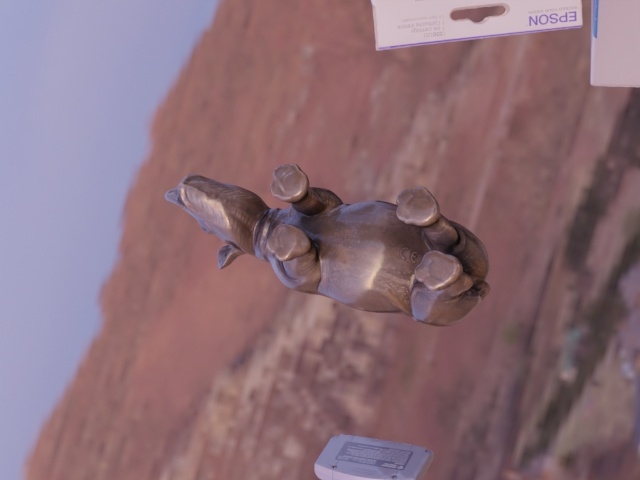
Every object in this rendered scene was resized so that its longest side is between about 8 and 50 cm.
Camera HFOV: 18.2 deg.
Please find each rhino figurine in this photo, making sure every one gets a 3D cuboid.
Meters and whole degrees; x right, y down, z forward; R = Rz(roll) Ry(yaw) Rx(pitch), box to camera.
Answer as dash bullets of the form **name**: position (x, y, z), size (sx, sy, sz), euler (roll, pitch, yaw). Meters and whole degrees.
- **rhino figurine**: position (0.000, 0.000, 1.290), size (0.106, 0.243, 0.073), euler (44, -117, -59)

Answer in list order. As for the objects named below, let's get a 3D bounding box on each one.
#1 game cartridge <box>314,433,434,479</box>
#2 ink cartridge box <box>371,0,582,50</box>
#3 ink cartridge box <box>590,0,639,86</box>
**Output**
- **game cartridge**: position (0.041, 0.174, 1.551), size (0.056, 0.083, 0.017), euler (-47, -40, -58)
- **ink cartridge box**: position (0.143, -0.288, 1.878), size (0.045, 0.206, 0.208), euler (-98, 3, -56)
- **ink cartridge box**: position (0.404, -0.319, 2.346), size (0.171, 0.168, 0.233), euler (83, -169, -49)
